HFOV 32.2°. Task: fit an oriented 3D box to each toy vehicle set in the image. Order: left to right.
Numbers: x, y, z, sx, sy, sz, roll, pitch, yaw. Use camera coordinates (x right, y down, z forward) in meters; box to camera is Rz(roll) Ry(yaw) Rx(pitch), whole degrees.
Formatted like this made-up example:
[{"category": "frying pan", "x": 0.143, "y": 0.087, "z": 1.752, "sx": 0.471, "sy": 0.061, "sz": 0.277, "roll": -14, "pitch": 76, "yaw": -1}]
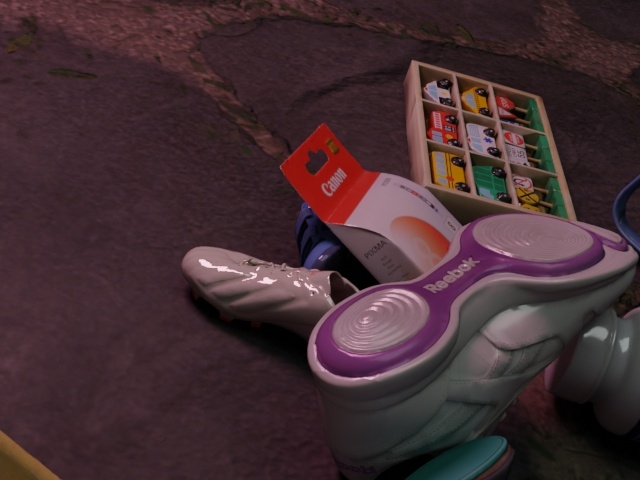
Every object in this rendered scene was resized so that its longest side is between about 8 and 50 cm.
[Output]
[{"category": "toy vehicle set", "x": 0.179, "y": -0.100, "z": 1.219, "sx": 0.165, "sy": 0.035, "sz": 0.267, "roll": 14, "pitch": 36, "yaw": -9}]

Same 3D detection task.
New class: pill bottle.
[{"category": "pill bottle", "x": 0.288, "y": 0.118, "z": 0.917, "sx": 0.186, "sy": 0.112, "sz": 0.112, "roll": 19, "pitch": 35, "yaw": -1}]

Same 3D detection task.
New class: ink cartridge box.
[{"category": "ink cartridge box", "x": 0.056, "y": -0.030, "z": 0.985, "sx": 0.179, "sy": 0.045, "sz": 0.145, "roll": 50, "pitch": 26, "yaw": -6}]

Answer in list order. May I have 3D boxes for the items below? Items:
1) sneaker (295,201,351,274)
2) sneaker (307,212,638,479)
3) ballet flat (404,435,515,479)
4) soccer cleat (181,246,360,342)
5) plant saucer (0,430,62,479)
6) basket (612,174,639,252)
[{"category": "sneaker", "x": 0.000, "y": 0.000, "z": 0.987, "sx": 0.059, "sy": 0.053, "sz": 0.144, "roll": 23, "pitch": 27, "yaw": 3}, {"category": "sneaker", "x": 0.117, "y": 0.076, "z": 0.845, "sx": 0.305, "sy": 0.152, "sz": 0.114, "roll": -23, "pitch": 37, "yaw": -28}, {"category": "ballet flat", "x": 0.064, "y": 0.191, "z": 0.721, "sx": 0.074, "sy": 0.074, "sz": 0.203, "roll": 41, "pitch": 35, "yaw": 26}, {"category": "soccer cleat", "x": -0.021, "y": 0.044, "z": 0.894, "sx": 0.196, "sy": 0.076, "sz": 0.068, "roll": 28, "pitch": 36, "yaw": 11}, {"category": "plant saucer", "x": -0.318, "y": 0.158, "z": 0.520, "sx": 0.333, "sy": 0.081, "sz": 0.333, "roll": 43, "pitch": 34, "yaw": -11}, {"category": "basket", "x": 0.446, "y": -0.011, "z": 1.045, "sx": 0.201, "sy": 0.255, "sz": 0.289, "roll": -8, "pitch": 53, "yaw": -44}]
